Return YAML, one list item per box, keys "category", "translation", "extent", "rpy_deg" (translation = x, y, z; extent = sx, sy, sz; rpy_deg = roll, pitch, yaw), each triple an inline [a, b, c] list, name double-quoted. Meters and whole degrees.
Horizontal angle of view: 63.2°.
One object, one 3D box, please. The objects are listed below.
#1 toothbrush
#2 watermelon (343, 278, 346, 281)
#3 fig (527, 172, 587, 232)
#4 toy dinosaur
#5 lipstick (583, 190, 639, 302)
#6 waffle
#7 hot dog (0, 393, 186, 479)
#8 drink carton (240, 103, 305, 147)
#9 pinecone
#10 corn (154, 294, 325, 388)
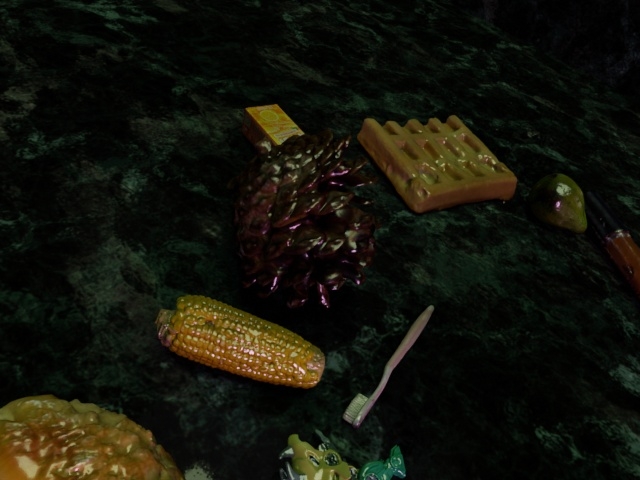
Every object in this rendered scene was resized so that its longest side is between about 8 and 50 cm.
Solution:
- category: "toothbrush"
  translation: [0.124, 0.195, 0.871]
  extent: [0.029, 0.025, 0.307]
  rpy_deg: [27, 42, 21]
- category: "watermelon"
  translation: [0.004, -0.008, 1.009]
  extent: [0.181, 0.075, 0.092]
  rpy_deg: [39, 49, 19]
- category: "fig"
  translation: [0.598, -0.086, 1.285]
  extent: [0.156, 0.123, 0.123]
  rpy_deg: [39, 43, -1]
- category: "toy dinosaur"
  translation: [0.046, 0.354, 0.630]
  extent: [0.153, 0.094, 0.259]
  rpy_deg: [-3, 54, -23]
- category: "lipstick"
  translation: [0.717, 0.040, 1.215]
  extent: [0.077, 0.077, 0.419]
  rpy_deg: [5, 44, -14]
- category: "waffle"
  translation: [0.304, -0.203, 1.328]
  extent: [0.348, 0.078, 0.304]
  rpy_deg: [-11, 50, -29]
- category: "hot dog"
  translation: [-0.275, 0.327, 0.467]
  extent: [0.367, 0.196, 0.365]
  rpy_deg: [-11, 48, -39]
- category: "drink carton"
  translation: [-0.090, -0.226, 1.214]
  extent: [0.096, 0.071, 0.223]
  rpy_deg: [-18, 54, -34]
- category: "pinecone"
  translation: [-0.024, -0.033, 0.868]
  extent: [0.242, 0.296, 0.298]
  rpy_deg: [-10, 11, -29]
- category: "corn"
  translation: [-0.120, 0.152, 0.775]
  extent: [0.261, 0.097, 0.097]
  rpy_deg: [18, 41, -2]
